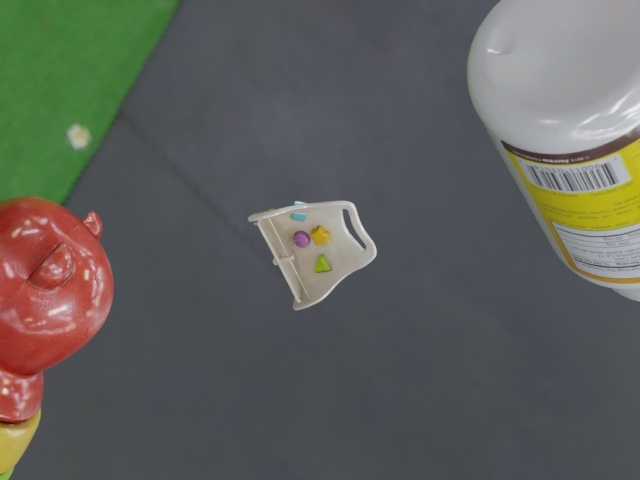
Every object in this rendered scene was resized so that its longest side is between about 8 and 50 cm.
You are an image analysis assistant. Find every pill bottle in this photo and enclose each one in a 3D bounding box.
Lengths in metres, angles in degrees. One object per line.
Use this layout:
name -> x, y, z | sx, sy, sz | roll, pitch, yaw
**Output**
pill bottle -> 0.167, -0.050, 1.064 | 0.215, 0.117, 0.117 | 53, 42, -53

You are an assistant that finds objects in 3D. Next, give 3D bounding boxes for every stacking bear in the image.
stacking bear -> -0.245, 0.088, 1.178 | 0.164, 0.289, 0.175 | 44, 16, 1

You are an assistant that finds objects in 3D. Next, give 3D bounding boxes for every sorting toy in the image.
sorting toy -> 0.000, 0.000, 1.412 | 0.083, 0.075, 0.045 | 64, 28, -22
